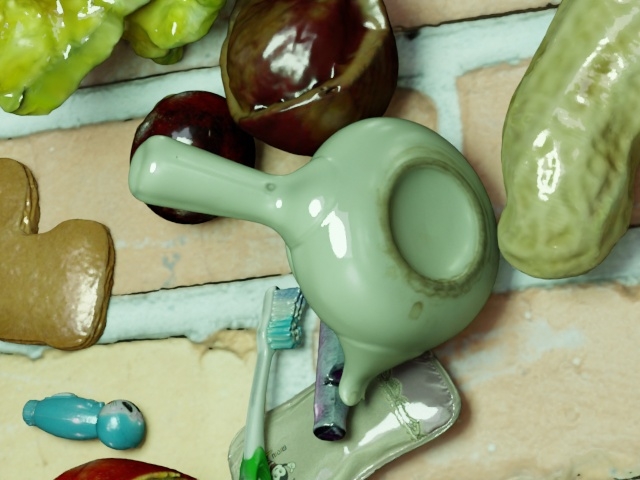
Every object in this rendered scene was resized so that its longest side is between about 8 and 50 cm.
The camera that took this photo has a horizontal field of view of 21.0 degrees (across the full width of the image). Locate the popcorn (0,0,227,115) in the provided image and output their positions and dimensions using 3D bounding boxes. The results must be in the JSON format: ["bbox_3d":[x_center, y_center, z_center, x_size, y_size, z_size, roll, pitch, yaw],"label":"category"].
[{"bbox_3d":[-0.189,-0.281,1.625,0.325,0.290,0.321,-3,92,43],"label":"popcorn"}]

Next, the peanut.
[{"bbox_3d":[0.245,-0.117,1.499,0.153,0.140,0.325,21,87,7],"label":"peanut"}]

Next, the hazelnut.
[{"bbox_3d":[-0.016,-0.172,1.593,0.170,0.160,0.202,-26,65,-2],"label":"hazelnut"}]

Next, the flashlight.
[{"bbox_3d":[-0.228,0.174,1.655,0.129,0.051,0.051,2,78,25],"label":"flashlight"}]

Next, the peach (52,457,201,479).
[{"bbox_3d":[-0.185,0.269,1.500,0.154,0.267,0.159,-11,71,33],"label":"peach"}]

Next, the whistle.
[{"bbox_3d":[0.014,0.101,1.564,0.033,0.033,0.176,-9,53,19],"label":"whistle"}]

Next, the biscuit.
[{"bbox_3d":[-0.291,0.011,1.725,0.192,0.036,0.186,8,78,21],"label":"biscuit"}]

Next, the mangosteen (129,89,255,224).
[{"bbox_3d":[-0.128,-0.085,1.646,0.140,0.140,0.140,-5,75,20],"label":"mangosteen"}]

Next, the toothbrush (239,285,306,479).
[{"bbox_3d":[-0.060,0.234,1.535,0.040,0.042,0.418,-4,64,27],"label":"toothbrush"}]

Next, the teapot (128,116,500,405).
[{"bbox_3d":[0.012,-0.031,1.497,0.149,0.318,0.220,-21,29,50],"label":"teapot"}]

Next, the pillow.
[{"bbox_3d":[0.016,0.172,1.567,0.232,0.038,0.131,-36,58,11],"label":"pillow"}]
